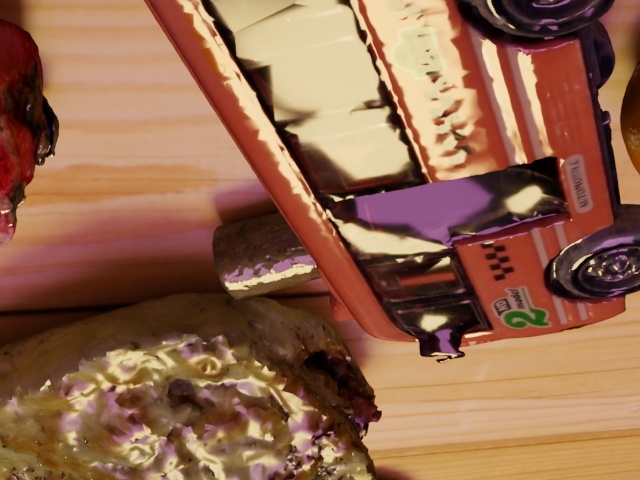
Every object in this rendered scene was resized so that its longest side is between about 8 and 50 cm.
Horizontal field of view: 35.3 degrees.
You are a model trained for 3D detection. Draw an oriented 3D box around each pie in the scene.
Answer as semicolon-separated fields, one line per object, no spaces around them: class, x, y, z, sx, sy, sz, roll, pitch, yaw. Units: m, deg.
pie;-0.153;0.192;0.948;0.395;0.181;0.418;-31;134;26

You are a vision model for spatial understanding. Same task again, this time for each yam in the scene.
yam;0.000;0.000;0.812;0.169;0.068;0.068;-15;144;8

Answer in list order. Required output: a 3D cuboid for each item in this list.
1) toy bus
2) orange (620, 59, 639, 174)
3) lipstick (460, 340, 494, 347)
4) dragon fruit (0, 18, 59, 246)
toy bus;0.056;-0.106;0.574;0.232;0.203;0.427;-14;143;14
orange;0.294;-0.089;0.711;0.156;0.124;0.156;-4;145;-3
lipstick;0.190;0.075;0.981;0.130;0.038;0.038;-11;144;2
dragon fruit;-0.276;-0.048;0.574;0.211;0.147;0.282;-15;164;39
